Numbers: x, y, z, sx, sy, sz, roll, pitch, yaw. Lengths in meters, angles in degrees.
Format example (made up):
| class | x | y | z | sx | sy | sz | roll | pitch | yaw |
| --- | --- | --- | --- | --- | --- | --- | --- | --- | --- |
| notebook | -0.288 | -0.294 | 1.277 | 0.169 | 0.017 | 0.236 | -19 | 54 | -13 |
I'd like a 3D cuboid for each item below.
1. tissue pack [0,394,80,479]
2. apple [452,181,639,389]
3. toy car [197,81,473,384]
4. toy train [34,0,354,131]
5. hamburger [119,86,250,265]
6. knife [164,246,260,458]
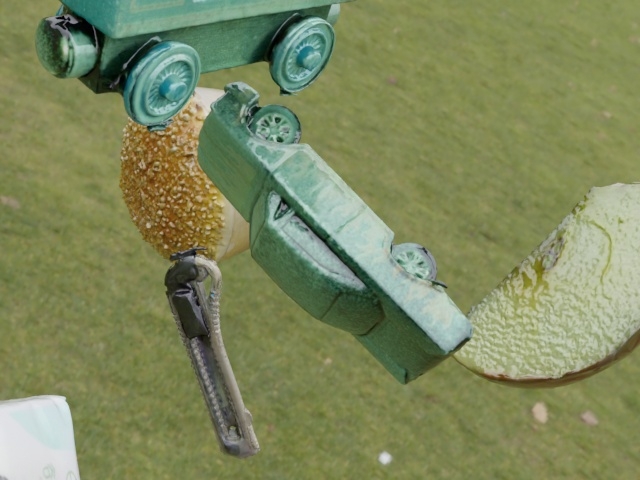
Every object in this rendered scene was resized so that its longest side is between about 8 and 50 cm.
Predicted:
| class | x | y | z | sx | sy | sz | roll | pitch | yaw |
| --- | --- | --- | --- | --- | --- | --- | --- | --- | --- |
| tissue pack | -0.253 | 0.279 | 0.562 | 0.266 | 0.194 | 0.356 | 19 | 62 | -74 |
| apple | 0.333 | 0.077 | 1.289 | 0.179 | 0.346 | 0.254 | 46 | 7 | 5 |
| toy car | 0.000 | 0.000 | 0.926 | 0.097 | 0.141 | 0.321 | -41 | 83 | -23 |
| toy train | -0.080 | -0.207 | 0.762 | 0.120 | 0.194 | 0.298 | 37 | 37 | 25 |
| hamburger | -0.196 | -0.097 | 1.520 | 0.170 | 0.302 | 0.302 | -10 | 44 | -32 |
| knife | -0.157 | 0.180 | 1.447 | 0.089 | 0.365 | 0.043 | -1 | 27 | 22 |
